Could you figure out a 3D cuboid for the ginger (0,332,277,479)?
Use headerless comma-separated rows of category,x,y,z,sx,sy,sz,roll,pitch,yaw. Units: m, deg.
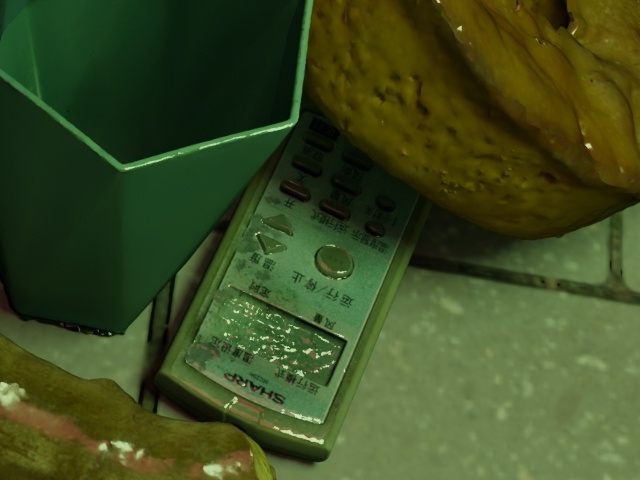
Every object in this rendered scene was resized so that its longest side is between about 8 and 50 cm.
ginger,-0.156,0.069,0.778,0.298,0.065,0.118,24,94,-2

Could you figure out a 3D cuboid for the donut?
donut,0.080,-0.113,0.843,0.277,0.108,0.278,33,33,-25

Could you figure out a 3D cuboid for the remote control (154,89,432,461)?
remote control,0.000,0.000,0.869,0.098,0.038,0.234,25,64,-1

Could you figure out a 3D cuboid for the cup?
cup,-0.094,-0.042,0.754,0.134,0.236,0.148,14,61,-7
